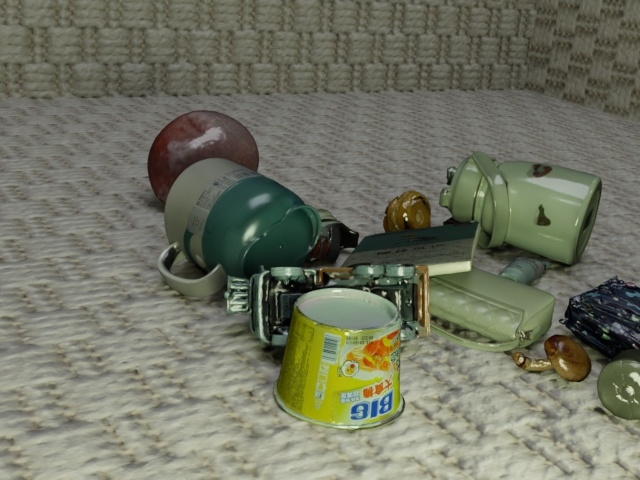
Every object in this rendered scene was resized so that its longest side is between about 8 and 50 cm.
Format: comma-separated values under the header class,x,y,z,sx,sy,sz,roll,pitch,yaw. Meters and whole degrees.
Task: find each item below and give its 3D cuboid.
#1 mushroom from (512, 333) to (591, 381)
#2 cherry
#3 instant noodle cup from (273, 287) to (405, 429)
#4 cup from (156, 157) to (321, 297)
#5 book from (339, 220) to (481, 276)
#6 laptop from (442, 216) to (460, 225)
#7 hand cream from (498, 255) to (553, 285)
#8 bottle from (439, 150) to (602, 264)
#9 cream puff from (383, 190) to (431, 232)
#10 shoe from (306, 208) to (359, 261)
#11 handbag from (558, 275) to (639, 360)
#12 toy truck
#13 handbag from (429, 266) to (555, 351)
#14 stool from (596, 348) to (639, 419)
class,x,y,z,sx,sy,sz,roll,pitch,yaw
mushroom,0.384,0.192,1.514,0.130,0.072,0.088,4,45,1
cherry,-0.293,-0.194,2.228,0.261,0.221,0.307,16,40,34
instant noodle cup,0.031,0.168,1.370,0.205,0.153,0.205,3,20,-1
cup,-0.175,-0.006,1.761,0.290,0.219,0.258,-41,41,-23
book,0.185,0.023,1.854,0.264,0.031,0.379,-7,11,13
laptop,0.413,-0.047,2.277,0.154,0.026,0.207,18,24,28
hand cream,0.414,0.069,1.902,0.085,0.058,0.331,7,8,21
bottle,0.435,-0.086,2.084,0.352,0.229,0.229,18,23,21
cream puff,0.199,-0.050,2.101,0.104,0.119,0.133,-3,-16,34
shoe,0.000,0.000,1.934,0.112,0.099,0.227,20,22,18
handbag,0.554,0.157,1.600,0.162,0.113,0.260,-18,37,-35
toy truck,0.003,0.107,1.570,0.338,0.133,0.184,0,-2,-19
handbag,0.276,0.131,1.663,0.256,0.079,0.219,21,32,37
stool,0.484,0.220,1.430,0.096,0.096,0.110,14,17,23
